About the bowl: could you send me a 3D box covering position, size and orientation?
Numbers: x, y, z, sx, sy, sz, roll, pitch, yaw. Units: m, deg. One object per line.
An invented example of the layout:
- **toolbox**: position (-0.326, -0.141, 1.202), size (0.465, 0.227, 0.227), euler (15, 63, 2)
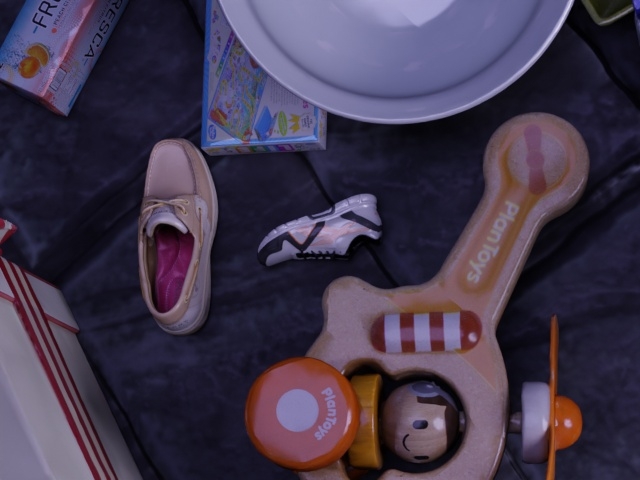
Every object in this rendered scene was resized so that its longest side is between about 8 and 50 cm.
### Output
- **bowl**: position (0.060, -0.238, 1.402), size (0.298, 0.134, 0.298), euler (0, 91, 4)

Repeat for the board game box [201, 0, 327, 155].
- **board game box**: position (-0.046, -0.151, 1.485), size (0.103, 0.026, 0.154), euler (-2, 76, 14)

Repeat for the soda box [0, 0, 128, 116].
- **soda box**: position (-0.213, -0.204, 1.525), size (0.063, 0.058, 0.183), euler (26, 83, 19)

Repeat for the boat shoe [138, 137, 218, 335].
- **boat shoe**: position (-0.121, -0.009, 1.452), size (0.063, 0.059, 0.170), euler (-9, 75, 13)

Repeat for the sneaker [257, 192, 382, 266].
- **sneaker**: position (0.000, 0.000, 1.429), size (0.109, 0.040, 0.044), euler (-23, 74, 9)

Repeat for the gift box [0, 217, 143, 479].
- **gift box**: position (-0.299, 0.135, 1.358), size (0.255, 0.276, 0.258), euler (-29, 70, 1)

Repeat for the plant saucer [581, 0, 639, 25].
- **plant saucer**: position (0.265, -0.286, 1.426), size (0.188, 0.045, 0.188), euler (-30, 72, 6)

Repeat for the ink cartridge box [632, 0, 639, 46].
- **ink cartridge box**: position (0.361, -0.147, 1.338), size (0.223, 0.045, 0.224), euler (-16, 85, 8)

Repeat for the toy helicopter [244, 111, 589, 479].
- **toy helicopter**: position (0.118, 0.069, 1.333), size (0.235, 0.140, 0.355), euler (26, 82, 17)
